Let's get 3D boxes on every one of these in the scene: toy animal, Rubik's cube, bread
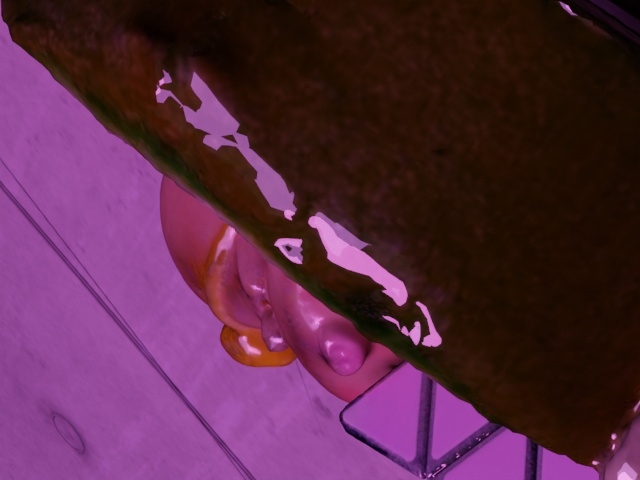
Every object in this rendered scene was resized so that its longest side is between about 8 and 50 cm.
[{"bbox_3d":[0.002,0.001,1.000,0.248,0.149,0.165,18,152,37],"label":"toy animal"},{"bbox_3d":[0.108,0.117,0.859,0.178,0.190,0.211,-94,-14,-55],"label":"Rubik's cube"},{"bbox_3d":[0.076,-0.022,0.655,0.366,0.129,0.382,23,-165,-47],"label":"bread"}]

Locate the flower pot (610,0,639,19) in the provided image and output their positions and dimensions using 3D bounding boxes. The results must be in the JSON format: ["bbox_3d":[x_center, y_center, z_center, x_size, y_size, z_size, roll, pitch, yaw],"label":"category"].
[{"bbox_3d":[0.128,-0.176,0.650,0.251,0.084,0.179,38,149,23],"label":"flower pot"}]
